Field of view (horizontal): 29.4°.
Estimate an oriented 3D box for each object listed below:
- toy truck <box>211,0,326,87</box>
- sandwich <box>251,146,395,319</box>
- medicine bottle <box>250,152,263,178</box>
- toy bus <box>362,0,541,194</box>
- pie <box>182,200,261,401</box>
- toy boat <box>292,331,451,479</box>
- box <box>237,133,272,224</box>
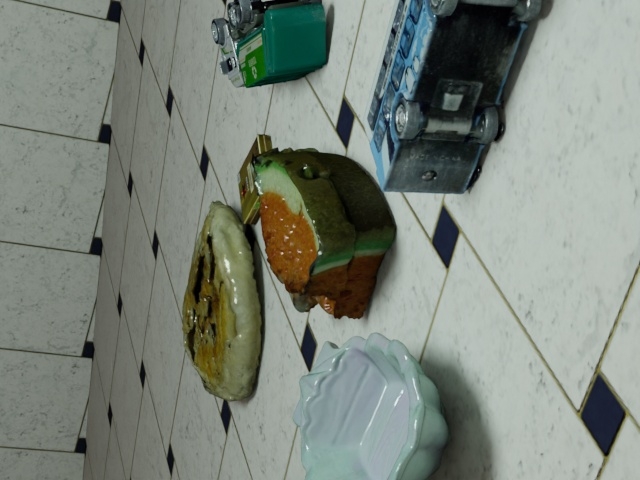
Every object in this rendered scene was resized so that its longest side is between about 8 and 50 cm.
[{"bbox_3d":[-0.070,-0.280,1.693,0.253,0.114,0.124,169,90,-71],"label":"toy truck"},{"bbox_3d":[0.003,-0.008,1.498,0.292,0.109,0.212,-162,66,-72],"label":"sandwich"},{"bbox_3d":[-0.071,-0.091,1.783,0.083,0.047,0.047,-120,35,-55],"label":"medicine bottle"},{"bbox_3d":[0.122,-0.187,1.152,0.131,0.106,0.297,-106,23,-47],"label":"toy bus"},{"bbox_3d":[-0.168,0.099,2.012,0.339,0.077,0.339,180,90,-71],"label":"pie"},{"bbox_3d":[0.057,0.198,1.288,0.199,0.100,0.290,-63,24,4],"label":"toy boat"},{"bbox_3d":[-0.100,-0.094,1.901,0.133,0.023,0.090,123,143,-58],"label":"box"}]
